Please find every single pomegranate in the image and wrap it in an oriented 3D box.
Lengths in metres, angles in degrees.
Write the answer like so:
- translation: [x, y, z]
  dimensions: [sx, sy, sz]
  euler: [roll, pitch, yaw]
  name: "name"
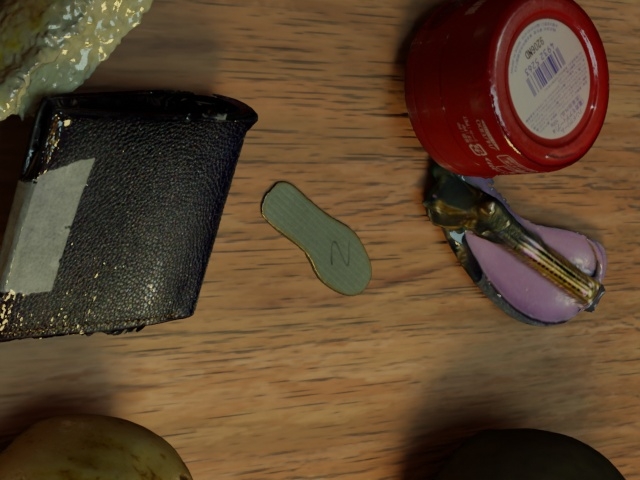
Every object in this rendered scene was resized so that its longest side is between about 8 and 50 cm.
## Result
- translation: [-0.223, 0.264, 1.341]
  dimensions: [0.215, 0.215, 0.215]
  euler: [-15, 117, -33]
  name: "pomegranate"

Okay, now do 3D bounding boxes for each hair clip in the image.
- translation: [0.231, 0.016, 1.684]
  dimensions: [0.359, 0.096, 0.110]
  euler: [35, 51, -50]
  name: "hair clip"

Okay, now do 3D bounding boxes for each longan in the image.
- translation: [0.252, 0.365, 1.708]
  dimensions: [0.288, 0.288, 0.350]
  euler: [-52, 142, -10]
  name: "longan"

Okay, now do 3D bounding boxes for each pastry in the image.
- translation: [-0.203, -0.196, 1.208]
  dimensions: [0.258, 0.121, 0.089]
  euler: [-55, 136, -7]
  name: "pastry"

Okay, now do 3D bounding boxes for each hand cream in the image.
- translation: [0.193, -0.160, 1.505]
  dimensions: [0.193, 0.125, 0.193]
  euler: [0, 90, -41]
  name: "hand cream"

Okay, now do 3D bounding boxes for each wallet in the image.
- translation: [-0.177, -0.024, 1.293]
  dimensions: [0.262, 0.071, 0.221]
  euler: [-8, 124, -56]
  name: "wallet"

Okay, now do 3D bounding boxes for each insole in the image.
- translation: [0.000, 0.000, 1.527]
  dimensions: [0.064, 0.004, 0.188]
  euler: [-55, 131, -9]
  name: "insole"
